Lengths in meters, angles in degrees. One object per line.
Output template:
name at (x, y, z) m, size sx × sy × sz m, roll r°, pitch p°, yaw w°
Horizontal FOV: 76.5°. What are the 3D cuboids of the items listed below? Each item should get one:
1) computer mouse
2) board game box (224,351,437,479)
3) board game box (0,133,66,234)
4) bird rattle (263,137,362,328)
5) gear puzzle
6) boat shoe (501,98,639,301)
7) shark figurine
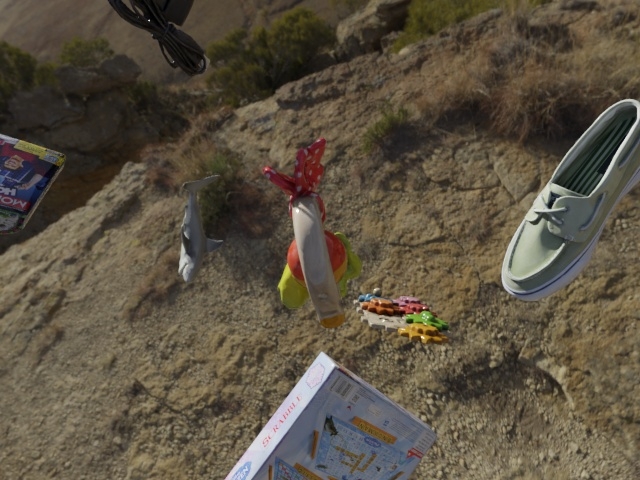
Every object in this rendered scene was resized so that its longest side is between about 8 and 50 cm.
computer mouse at (-0.232, -0.416, 0.627) m, size 0.072 × 0.188 × 0.272 m, roll -12°, pitch 74°, yaw 19°
board game box at (0.025, 0.424, 0.772) m, size 0.318 × 0.319 × 0.066 m, roll -51°, pitch 25°, yaw -6°
board game box at (-0.439, -0.066, 0.473) m, size 0.060 × 0.194 × 0.194 m, roll -56°, pitch 28°, yaw 32°
bird rattle at (0.000, 0.000, 0.563) m, size 0.143 × 0.253 × 0.206 m, roll -7°, pitch 35°, yaw -4°
gear puzzle at (0.169, 0.150, 0.839) m, size 0.176 × 0.339 × 0.044 m, roll 7°, pitch 94°, yaw -1°
boat shoe at (0.346, -0.052, 0.570) m, size 0.302 × 0.094 × 0.109 m, roll -61°, pitch 35°, yaw 13°
shark figurine at (-0.314, -0.026, 1.076) m, size 0.166 × 0.116 × 0.278 m, roll 165°, pitch 108°, yaw -70°
